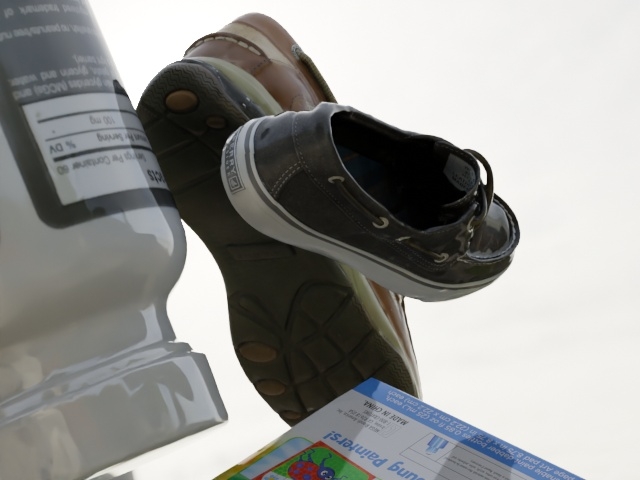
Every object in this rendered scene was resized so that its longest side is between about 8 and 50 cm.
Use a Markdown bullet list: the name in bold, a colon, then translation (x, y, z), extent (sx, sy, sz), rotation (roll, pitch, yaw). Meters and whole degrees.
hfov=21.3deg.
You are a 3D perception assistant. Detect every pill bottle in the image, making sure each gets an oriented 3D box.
- **pill bottle**: translation (-0.199, -0.033, 0.936), extent (0.210, 0.363, 0.210), rotation (-23, -6, -3)

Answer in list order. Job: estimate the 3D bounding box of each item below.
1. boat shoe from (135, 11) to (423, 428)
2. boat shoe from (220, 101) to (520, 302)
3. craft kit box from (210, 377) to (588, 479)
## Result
- **boat shoe**: translation (0.000, 0.000, 1.080), extent (0.122, 0.120, 0.324), rotation (1, -50, 31)
- **boat shoe**: translation (0.049, -0.025, 0.883), extent (0.076, 0.080, 0.228), rotation (-21, -27, 35)
- **craft kit box**: translation (0.028, 0.182, 0.834), extent (0.246, 0.061, 0.250), rotation (-26, 33, -35)
